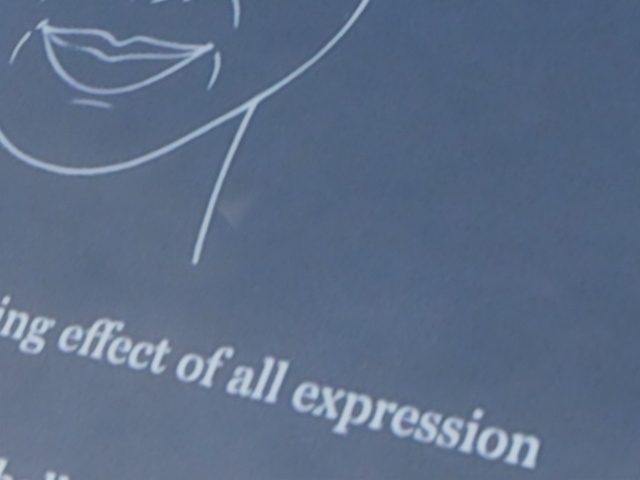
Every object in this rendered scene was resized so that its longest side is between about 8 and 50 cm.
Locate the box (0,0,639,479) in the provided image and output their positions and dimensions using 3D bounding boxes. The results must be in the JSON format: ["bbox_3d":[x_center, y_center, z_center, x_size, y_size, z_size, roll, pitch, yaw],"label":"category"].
[{"bbox_3d":[0.000,0.000,0.468,0.293,0.395,0.212,12,-23,28],"label":"box"}]
